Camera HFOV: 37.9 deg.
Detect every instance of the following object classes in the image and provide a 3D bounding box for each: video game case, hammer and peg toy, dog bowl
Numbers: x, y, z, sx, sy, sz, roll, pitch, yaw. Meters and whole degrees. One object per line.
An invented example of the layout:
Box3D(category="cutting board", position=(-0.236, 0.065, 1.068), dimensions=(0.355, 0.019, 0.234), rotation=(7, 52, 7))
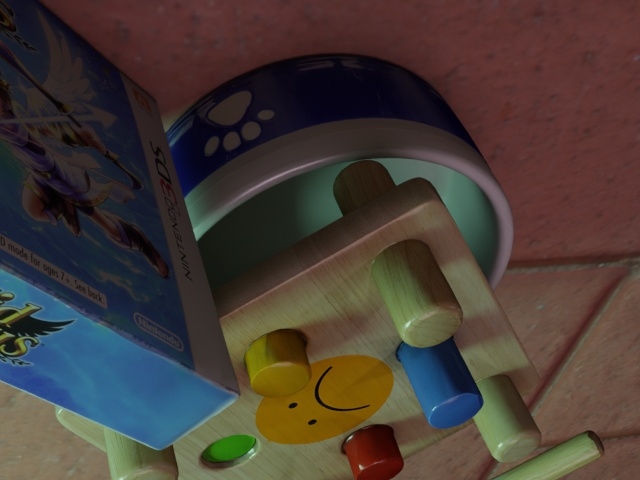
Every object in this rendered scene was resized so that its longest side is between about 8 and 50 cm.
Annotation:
Box3D(category="video game case", position=(-0.164, -0.053, 0.447), dimensions=(0.061, 0.244, 0.269), rotation=(-35, 138, 13))
Box3D(category="hammer and peg toy", position=(0.028, 0.119, 0.650), dimensions=(0.266, 0.127, 0.361), rotation=(-30, 139, 8))
Box3D(category="dog bowl", position=(0.000, 0.000, 0.684), dimensions=(0.265, 0.104, 0.264), rotation=(-12, 139, -11))
